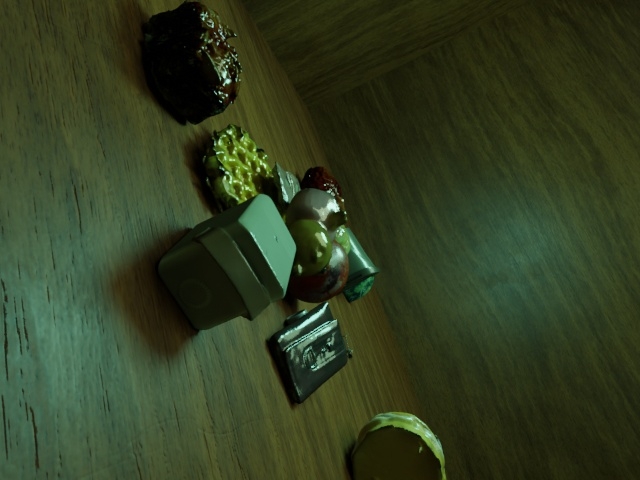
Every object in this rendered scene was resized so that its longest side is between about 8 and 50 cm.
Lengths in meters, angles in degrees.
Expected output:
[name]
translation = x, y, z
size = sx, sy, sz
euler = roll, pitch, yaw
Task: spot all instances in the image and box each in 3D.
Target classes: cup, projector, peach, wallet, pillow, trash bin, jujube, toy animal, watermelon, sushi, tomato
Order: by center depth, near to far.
[projector]
translation = -0.156, 0.035, 0.739
size = 0.163, 0.177, 0.242
euler = 61, 11, -18
[sushi]
translation = -0.301, -0.435, 0.982
size = 0.196, 0.181, 0.344
euler = 39, 26, -54
[wallet]
translation = -0.021, 0.275, 1.031
size = 0.229, 0.049, 0.182
euler = -21, 92, -52
[toy animal]
translation = -0.028, -0.014, 1.059
size = 0.169, 0.195, 0.281
euler = 46, 39, -35
[cup]
translation = -0.045, 0.255, 1.139
size = 0.116, 0.074, 0.104
euler = 63, -13, 1
[tomato]
translation = -0.016, 0.082, 1.216
size = 0.208, 0.208, 0.184
euler = 63, -4, -22
[pillow]
translation = -0.094, -0.143, 1.230
size = 0.248, 0.049, 0.135
euler = 12, 60, -78
[peach]
translation = 0.000, 0.000, 1.542
size = 0.214, 0.214, 0.235
euler = 61, -5, -27
[trash bin]
translation = 0.116, 0.088, 1.869
size = 0.250, 0.219, 0.219
euler = 61, 9, 3
[jujube]
translation = 0.001, -0.243, 1.987
size = 0.290, 0.197, 0.197
euler = -100, 163, -45
[watermelon]
translation = 0.168, 0.179, 2.069
size = 0.202, 0.207, 0.136
euler = 56, -23, 31

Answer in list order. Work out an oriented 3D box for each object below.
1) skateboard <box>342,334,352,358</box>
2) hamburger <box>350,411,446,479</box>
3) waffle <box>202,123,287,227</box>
[skateboard]
translation = 0.110, 0.420, 1.629
size = 0.064, 0.032, 0.083
euler = 70, 7, -50
[hamburger]
translation = 0.226, 0.626, 1.186
size = 0.277, 0.276, 0.237
euler = 69, 13, 9
[waffle]
translation = -0.189, -0.129, 1.117
size = 0.382, 0.095, 0.380
euler = -86, 154, -62
